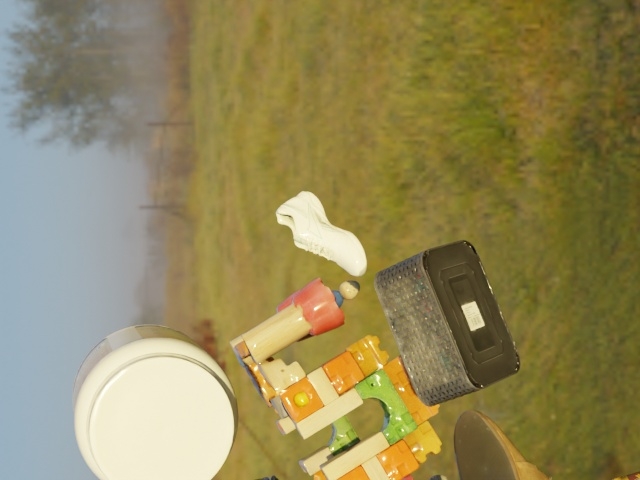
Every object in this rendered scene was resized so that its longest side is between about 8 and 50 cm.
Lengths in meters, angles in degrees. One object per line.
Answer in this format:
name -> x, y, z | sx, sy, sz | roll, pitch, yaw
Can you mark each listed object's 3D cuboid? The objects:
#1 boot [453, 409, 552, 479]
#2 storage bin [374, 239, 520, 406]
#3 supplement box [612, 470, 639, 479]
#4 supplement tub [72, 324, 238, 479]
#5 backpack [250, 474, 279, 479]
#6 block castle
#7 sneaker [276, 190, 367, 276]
boot -> 0.301, 0.372, 1.674 | 0.305, 0.115, 0.112 | 58, 137, 31
storage bin -> 0.158, 0.101, 1.438 | 0.084, 0.122, 0.180 | -28, 80, 39
supplement box -> 0.533, 0.418, 1.613 | 0.129, 0.191, 0.194 | -83, -25, -72
supplement tub -> -0.243, 0.246, 1.686 | 0.316, 0.228, 0.228 | -174, 82, -77
backpack -> -0.122, 0.503, 1.976 | 0.158, 0.117, 0.173 | 133, 125, -62
block castle -> 0.055, 0.286, 1.889 | 0.453, 0.213, 0.303 | 59, 169, 3
sneaker -> 0.000, 0.000, 1.527 | 0.152, 0.061, 0.053 | 44, 142, 27
